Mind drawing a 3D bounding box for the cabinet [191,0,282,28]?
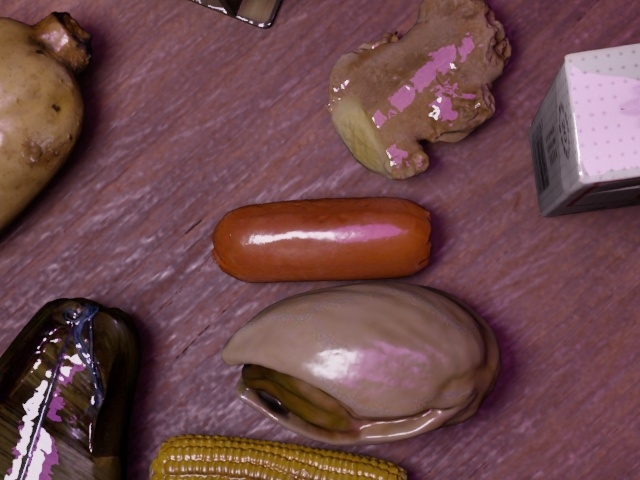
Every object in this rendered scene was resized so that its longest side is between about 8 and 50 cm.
[{"bbox_3d":[-0.129,-0.299,1.112,0.215,0.175,0.148,22,88,6],"label":"cabinet"}]

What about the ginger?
[{"bbox_3d":[0.102,-0.155,1.133,0.137,0.074,0.213,41,84,7],"label":"ginger"}]

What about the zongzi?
[{"bbox_3d":[-0.192,0.230,1.092,0.300,0.138,0.286,38,87,12],"label":"zongzi"}]

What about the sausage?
[{"bbox_3d":[0.000,0.000,1.128,0.197,0.076,0.076,-2,86,7],"label":"sausage"}]

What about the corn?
[{"bbox_3d":[-0.036,0.213,1.112,0.231,0.080,0.080,5,86,6],"label":"corn"}]

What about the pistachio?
[{"bbox_3d":[0.034,0.102,1.091,0.238,0.153,0.138,-7,125,7],"label":"pistachio"}]

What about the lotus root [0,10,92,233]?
[{"bbox_3d":[-0.312,-0.091,1.130,0.284,0.146,0.160,-45,101,-2],"label":"lotus root"}]

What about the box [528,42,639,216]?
[{"bbox_3d":[0.278,-0.084,0.978,0.210,0.330,0.095,-8,85,5],"label":"box"}]
